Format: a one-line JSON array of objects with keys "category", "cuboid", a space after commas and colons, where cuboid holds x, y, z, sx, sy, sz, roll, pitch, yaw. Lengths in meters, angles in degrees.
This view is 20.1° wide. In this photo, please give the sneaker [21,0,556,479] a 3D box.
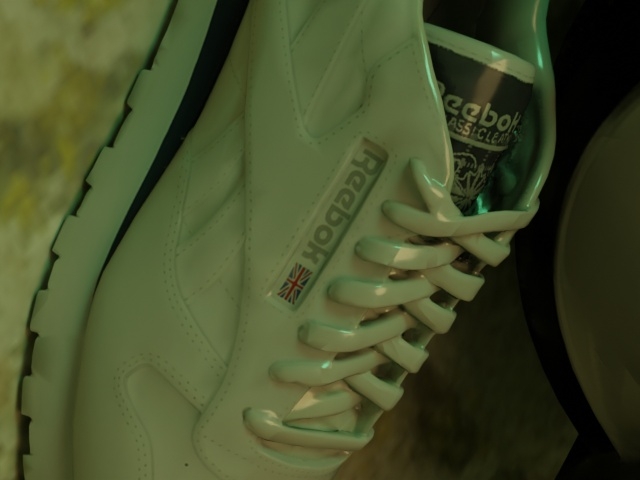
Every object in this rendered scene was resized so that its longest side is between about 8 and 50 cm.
[{"category": "sneaker", "cuboid": [0.000, 0.000, 0.451, 0.090, 0.095, 0.235, 11, 96, -53]}]

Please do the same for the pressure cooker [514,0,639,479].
[{"category": "pressure cooker", "cuboid": [0.257, -0.027, 0.515, 0.420, 0.376, 0.370, -54, 155, -32]}]
